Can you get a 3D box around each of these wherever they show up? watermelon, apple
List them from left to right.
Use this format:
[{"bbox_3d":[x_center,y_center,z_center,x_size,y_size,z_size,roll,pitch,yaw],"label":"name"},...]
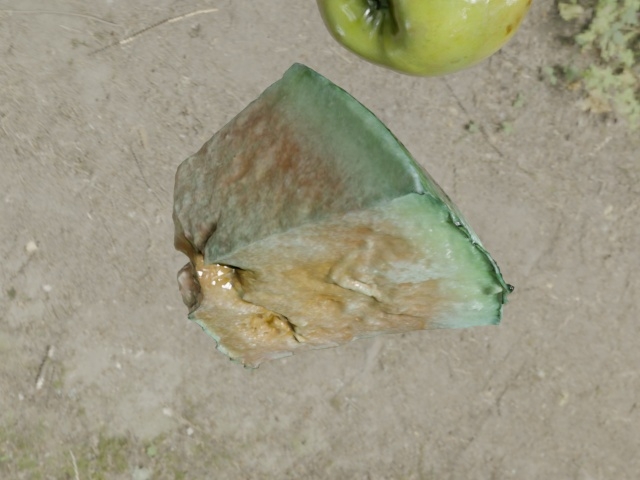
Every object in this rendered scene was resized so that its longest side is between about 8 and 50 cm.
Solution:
[{"bbox_3d":[0.006,-0.014,0.732,0.264,0.302,0.151,50,34,-51],"label":"watermelon"},{"bbox_3d":[0.144,-0.396,1.194,0.338,0.338,0.305,49,55,-33],"label":"apple"}]
